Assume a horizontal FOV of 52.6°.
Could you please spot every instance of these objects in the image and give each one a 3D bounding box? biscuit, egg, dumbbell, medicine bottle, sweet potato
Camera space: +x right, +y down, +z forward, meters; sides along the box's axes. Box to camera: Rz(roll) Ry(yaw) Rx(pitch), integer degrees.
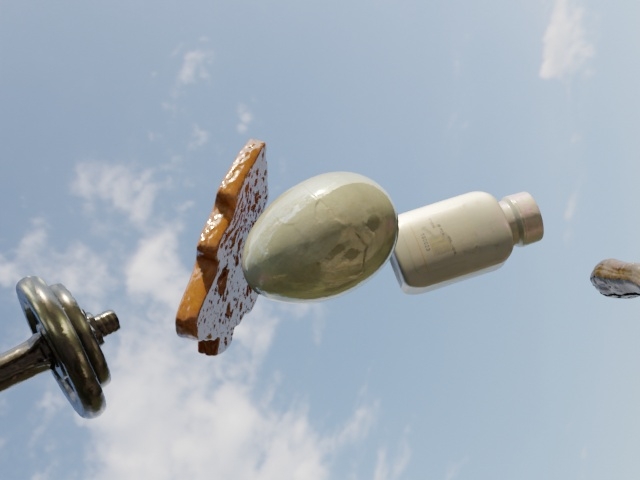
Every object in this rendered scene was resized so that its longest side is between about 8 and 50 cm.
[{"bbox_3d":[-0.125,0.009,0.905,0.284,0.043,0.306,-7,-70,-79],"label":"biscuit"},{"bbox_3d":[0.000,0.000,0.804,0.209,0.151,0.151,-31,-54,-16],"label":"egg"},{"bbox_3d":[-0.372,0.157,0.755,0.290,0.192,0.191,-26,-60,-30],"label":"dumbbell"},{"bbox_3d":[0.281,-0.006,1.286,0.111,0.297,0.161,78,173,-70],"label":"medicine bottle"},{"bbox_3d":[0.520,0.072,1.053,0.062,0.233,0.081,-37,-76,-4],"label":"sweet potato"}]
